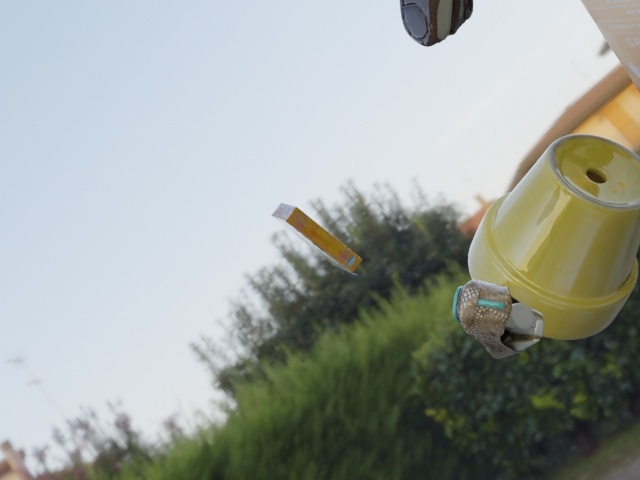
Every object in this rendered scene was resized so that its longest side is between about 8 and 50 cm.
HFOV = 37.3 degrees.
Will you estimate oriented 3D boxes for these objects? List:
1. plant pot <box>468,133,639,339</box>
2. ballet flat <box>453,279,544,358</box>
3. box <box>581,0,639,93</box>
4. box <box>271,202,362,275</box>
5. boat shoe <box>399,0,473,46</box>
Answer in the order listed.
[{"bbox_3d":[0.375,-0.020,1.425,0.254,0.254,0.239,-31,-29,-35],"label":"plant pot"},{"bbox_3d":[0.205,0.092,1.029,0.206,0.067,0.073,24,-107,-61],"label":"ballet flat"},{"bbox_3d":[0.452,-0.171,0.975,0.168,0.345,0.215,-37,12,2],"label":"box"},{"bbox_3d":[0.000,0.000,1.303,0.028,0.136,0.081,-55,18,-5],"label":"box"},{"bbox_3d":[0.142,-0.352,1.085,0.095,0.095,0.257,-27,-38,-21],"label":"boat shoe"}]
